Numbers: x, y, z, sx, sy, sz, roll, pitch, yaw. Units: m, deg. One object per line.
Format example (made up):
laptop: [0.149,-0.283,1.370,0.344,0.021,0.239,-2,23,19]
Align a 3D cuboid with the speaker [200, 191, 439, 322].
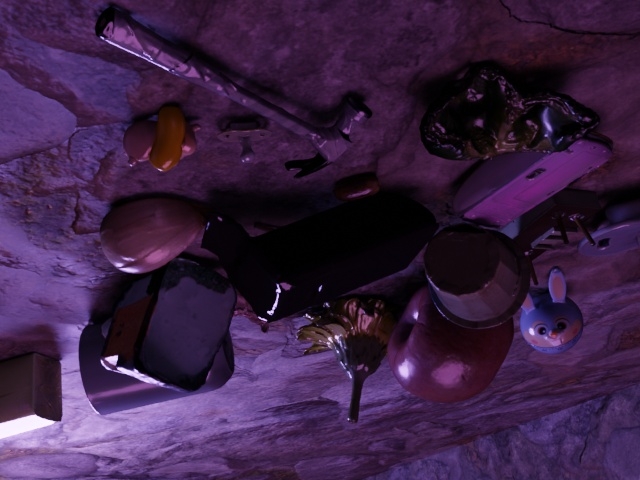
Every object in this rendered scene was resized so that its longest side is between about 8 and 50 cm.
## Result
speaker: [0.000,0.000,1.442,0.388,0.184,0.180,-19,160,-26]

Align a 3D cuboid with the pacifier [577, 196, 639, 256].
pacifier: [0.691,0.025,1.620,0.299,0.233,0.244,-14,156,12]

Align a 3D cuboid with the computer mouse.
computer mouse: [0.372,-0.118,1.414,0.158,0.072,0.310,11,148,-32]

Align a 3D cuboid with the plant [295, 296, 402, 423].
plant: [0.091,0.254,1.929,0.306,0.297,0.261,8,121,-1]

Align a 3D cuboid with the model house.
model house: [-0.344,0.179,1.613,0.184,0.253,0.291,32,150,-35]

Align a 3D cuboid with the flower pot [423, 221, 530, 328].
flower pot: [0.297,0.051,1.544,0.212,0.212,0.202,-17,158,14]

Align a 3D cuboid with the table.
table: [0.463,0.002,1.635,0.121,0.111,0.240,3,151,-24]

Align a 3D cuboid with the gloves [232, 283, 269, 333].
gloves: [-0.154,0.131,1.704,0.144,0.110,0.094,17,164,11]

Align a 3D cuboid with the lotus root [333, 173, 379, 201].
lotus root: [0.062,-0.094,1.401,0.083,0.037,0.030,-14,149,10]

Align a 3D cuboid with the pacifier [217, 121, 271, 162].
pacifier: [-0.116,-0.148,1.210,0.083,0.064,0.068,-4,170,-10]

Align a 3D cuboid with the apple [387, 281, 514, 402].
apple: [0.302,0.229,1.825,0.235,0.306,0.306,26,144,-9]

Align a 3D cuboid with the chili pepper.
chili pepper: [0.272,-0.192,1.221,0.264,0.116,0.148,-4,164,-10]

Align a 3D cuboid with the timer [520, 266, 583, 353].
timer: [0.577,0.193,1.991,0.175,0.175,0.255,-18,151,15]

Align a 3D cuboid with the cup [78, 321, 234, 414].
cup: [-0.361,0.259,1.773,0.312,0.205,0.205,-12,153,1]

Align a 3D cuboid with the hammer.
hammer: [-0.113,-0.213,1.093,0.427,0.044,0.152,26,115,-40]

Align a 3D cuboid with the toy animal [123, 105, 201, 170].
toy animal: [-0.231,-0.138,1.173,0.114,0.091,0.082,-20,165,17]

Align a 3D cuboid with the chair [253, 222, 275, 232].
chair: [-0.053,0.036,1.567,0.221,0.104,0.095,10,173,-25]

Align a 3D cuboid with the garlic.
garlic: [-0.293,-0.007,1.372,0.206,0.115,0.128,-17,146,9]

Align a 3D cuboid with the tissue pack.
tissue pack: [-0.763,0.387,1.930,0.234,0.159,0.125,-16,152,14]
